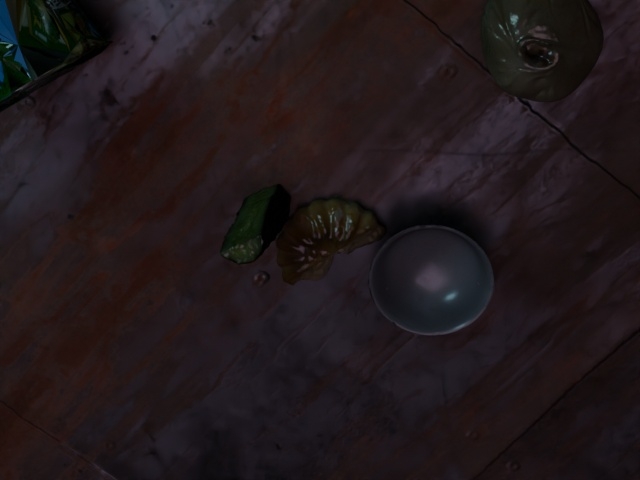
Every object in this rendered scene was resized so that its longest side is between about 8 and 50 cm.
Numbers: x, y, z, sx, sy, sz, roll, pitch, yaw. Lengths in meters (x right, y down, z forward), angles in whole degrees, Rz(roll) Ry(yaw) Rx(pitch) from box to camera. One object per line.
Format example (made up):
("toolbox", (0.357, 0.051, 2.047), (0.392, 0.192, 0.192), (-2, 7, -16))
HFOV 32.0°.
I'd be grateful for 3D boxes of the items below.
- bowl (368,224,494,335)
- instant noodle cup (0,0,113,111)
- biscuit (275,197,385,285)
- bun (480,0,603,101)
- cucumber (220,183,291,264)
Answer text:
("bowl", (0.169, 0.045, 1.713), (0.189, 0.086, 0.189), (2, 115, 5))
("instant noodle cup", (-0.433, -0.293, 1.551), (0.240, 0.240, 0.178), (-28, 102, 19))
("biscuit", (0.000, 0.000, 1.725), (0.183, 0.061, 0.118), (-31, 107, 20))
("bun", (0.300, -0.270, 1.524), (0.173, 0.113, 0.167), (22, 117, -7))
("cucumber", (-0.089, -0.013, 1.643), (0.078, 0.211, 0.062), (-25, 109, 15))
